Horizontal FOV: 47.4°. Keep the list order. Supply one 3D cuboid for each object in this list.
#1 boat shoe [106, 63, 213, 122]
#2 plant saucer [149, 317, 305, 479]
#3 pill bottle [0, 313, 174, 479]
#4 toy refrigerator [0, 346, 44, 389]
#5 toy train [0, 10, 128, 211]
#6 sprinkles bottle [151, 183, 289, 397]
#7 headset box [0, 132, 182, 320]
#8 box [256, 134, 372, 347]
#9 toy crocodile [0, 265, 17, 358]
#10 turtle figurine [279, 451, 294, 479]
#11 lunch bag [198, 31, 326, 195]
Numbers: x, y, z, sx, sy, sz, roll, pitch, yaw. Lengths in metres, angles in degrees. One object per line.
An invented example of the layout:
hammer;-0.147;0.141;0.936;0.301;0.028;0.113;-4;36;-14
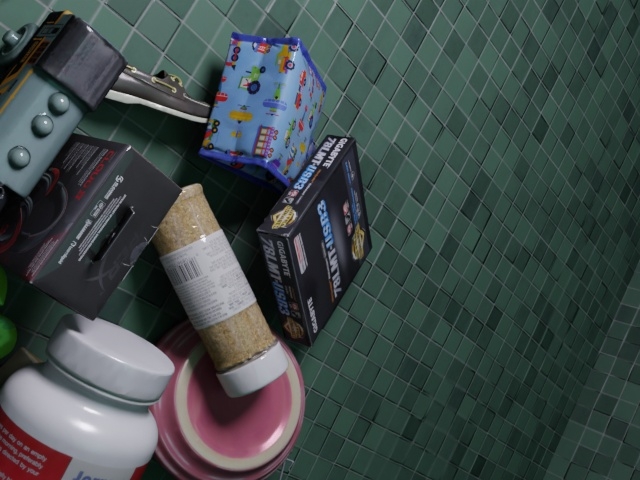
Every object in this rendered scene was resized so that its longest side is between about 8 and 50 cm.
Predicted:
boat shoe;-0.265;-0.243;1.180;0.227;0.081;0.069;10;99;-40
plant saucer;-0.161;0.287;1.327;0.332;0.084;0.332;9;73;-32
pill bottle;-0.373;0.321;1.016;0.229;0.229;0.408;27;91;-42
toy refrigerator;-0.415;0.296;1.186;0.102;0.094;0.269;-48;128;-12
toy train;-0.408;-0.172;0.998;0.142;0.190;0.334;44;72;-39
sprinkles bottle;-0.180;0.084;1.235;0.121;0.121;0.355;-29;97;-33
headset box;-0.343;-0.031;1.024;0.110;0.293;0.218;43;73;-40
box;0.000;0.000;1.392;0.296;0.073;0.293;79;32;-41
toy crocodile;-0.525;0.190;1.044;0.105;0.115;0.341;21;85;-36
turtle figurine;-0.148;0.382;1.429;0.175;0.118;0.234;-4;91;-48
lunch bag;-0.066;-0.208;1.317;0.293;0.138;0.221;26;77;-66
